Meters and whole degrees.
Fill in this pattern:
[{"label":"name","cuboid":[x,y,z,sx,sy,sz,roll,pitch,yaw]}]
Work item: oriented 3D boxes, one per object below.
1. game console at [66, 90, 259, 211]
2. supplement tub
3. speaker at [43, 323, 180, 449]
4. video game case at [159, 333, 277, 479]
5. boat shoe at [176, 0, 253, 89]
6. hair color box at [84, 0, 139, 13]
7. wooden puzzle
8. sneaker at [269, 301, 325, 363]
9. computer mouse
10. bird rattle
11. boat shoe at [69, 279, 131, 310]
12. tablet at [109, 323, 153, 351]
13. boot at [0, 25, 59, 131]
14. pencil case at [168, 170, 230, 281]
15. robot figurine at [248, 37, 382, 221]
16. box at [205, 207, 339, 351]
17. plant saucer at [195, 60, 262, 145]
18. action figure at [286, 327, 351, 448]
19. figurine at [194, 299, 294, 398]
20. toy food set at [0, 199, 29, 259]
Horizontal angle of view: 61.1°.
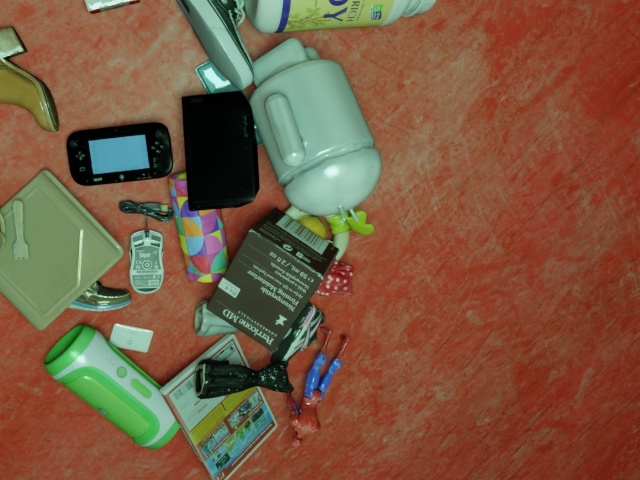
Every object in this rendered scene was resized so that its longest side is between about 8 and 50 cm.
[{"label":"game console","cuboid":[-0.296,-0.155,1.014,0.361,0.044,0.213,-5,86,5]},{"label":"supplement tub","cuboid":[0.031,-0.505,0.969,0.331,0.241,0.241,-9,109,-14]},{"label":"speaker","cuboid":[-0.428,0.312,1.144,0.131,0.131,0.296,-40,114,-2]},{"label":"video game case","cuboid":[-0.220,0.384,1.232,0.204,0.025,0.285,-39,118,-38]},{"label":"boat shoe","cuboid":[-0.190,-0.425,0.980,0.105,0.113,0.306,-32,89,-15]},{"label":"hair color box","cuboid":[-0.389,-0.494,0.944,0.093,0.053,0.167,-19,110,-10]},{"label":"wooden puzzle","cuboid":[-0.530,0.019,1.041,0.238,0.044,0.221,-42,94,3]},{"label":"sneaker","cuboid":[-0.047,0.232,1.271,0.077,0.072,0.178,29,102,-34]},{"label":"computer mouse","cuboid":[-0.362,0.014,1.119,0.106,0.042,0.193,1,101,-22]},{"label":"bird rattle","cuboid":[0.000,0.000,1.208,0.206,0.143,0.254,19,114,-10]},{"label":"boat shoe","cuboid":[-0.477,0.101,1.095,0.183,0.066,0.066,4,104,-18]},{"label":"tablet","cuboid":[-0.413,0.213,1.182,0.083,0.006,0.054,16,102,-21]},{"label":"boot","cuboid":[-0.568,-0.260,0.954,0.152,0.073,0.197,-26,100,-9]},{"label":"pencil case","cuboid":[-0.245,-0.029,1.113,0.104,0.104,0.237,-11,112,-14]},{"label":"robot figurine","cuboid":[-0.008,-0.198,1.037,0.199,0.300,0.354,-25,84,27]},{"label":"box","cuboid":[-0.093,0.074,1.100,0.168,0.167,0.203,33,112,0]},{"label":"plant saucer","cuboid":[-0.178,-0.274,1.098,0.067,0.018,0.192,-30,114,-7]},{"label":"action figure","cuboid":[-0.025,0.355,1.313,0.091,0.139,0.280,25,76,-20]},{"label":"figurine","cuboid":[-0.163,0.231,1.180,0.209,0.092,0.215,6,61,-25]},{"label":"toy food set","cuboid":[-0.641,-0.020,0.989,0.192,0.038,0.133,1,101,-1]}]
